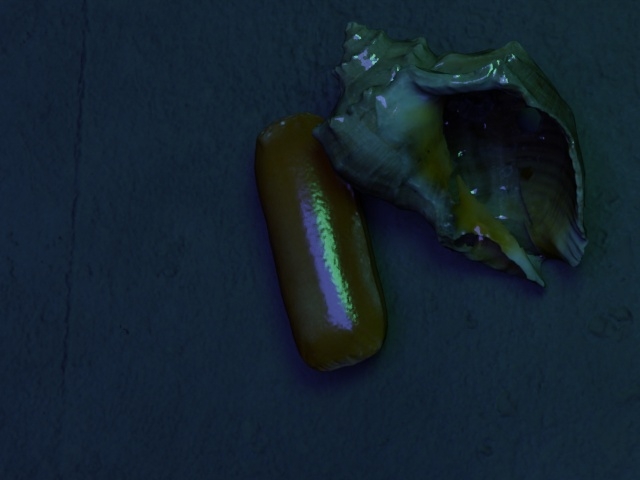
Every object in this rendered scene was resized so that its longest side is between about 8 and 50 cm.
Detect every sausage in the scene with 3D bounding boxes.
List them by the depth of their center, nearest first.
[{"bbox_3d":[-0.001,0.000,1.686,0.105,0.105,0.274,-17,77,14],"label":"sausage"}]

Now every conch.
[{"bbox_3d":[0.153,-0.107,1.601,0.324,0.263,0.186,36,63,-19],"label":"conch"}]
